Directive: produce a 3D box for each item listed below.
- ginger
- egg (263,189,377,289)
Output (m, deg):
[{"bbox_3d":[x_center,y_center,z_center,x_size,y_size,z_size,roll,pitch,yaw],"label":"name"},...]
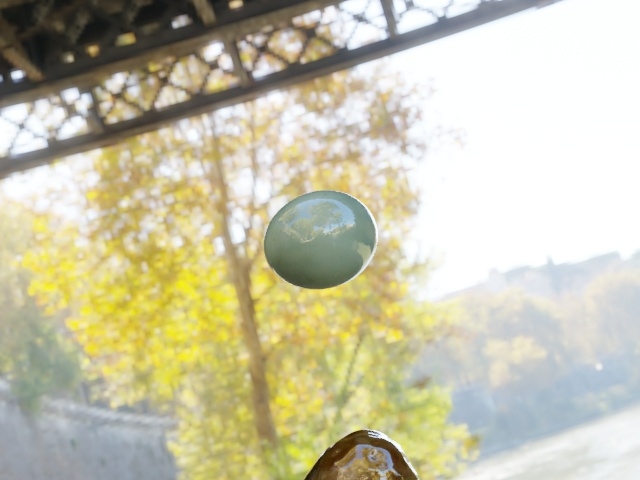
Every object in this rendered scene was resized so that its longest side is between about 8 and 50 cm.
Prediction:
[{"bbox_3d":[0.041,0.382,1.500,0.165,0.321,0.172,7,24,12],"label":"ginger"},{"bbox_3d":[0.000,0.000,1.941,0.192,0.149,0.149,-19,-5,-43],"label":"egg"}]
